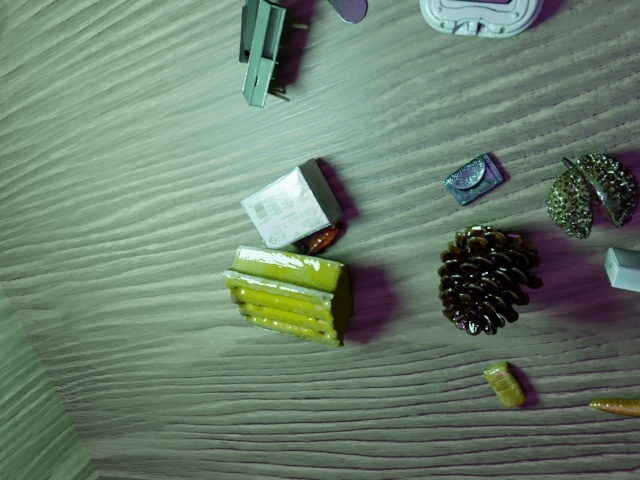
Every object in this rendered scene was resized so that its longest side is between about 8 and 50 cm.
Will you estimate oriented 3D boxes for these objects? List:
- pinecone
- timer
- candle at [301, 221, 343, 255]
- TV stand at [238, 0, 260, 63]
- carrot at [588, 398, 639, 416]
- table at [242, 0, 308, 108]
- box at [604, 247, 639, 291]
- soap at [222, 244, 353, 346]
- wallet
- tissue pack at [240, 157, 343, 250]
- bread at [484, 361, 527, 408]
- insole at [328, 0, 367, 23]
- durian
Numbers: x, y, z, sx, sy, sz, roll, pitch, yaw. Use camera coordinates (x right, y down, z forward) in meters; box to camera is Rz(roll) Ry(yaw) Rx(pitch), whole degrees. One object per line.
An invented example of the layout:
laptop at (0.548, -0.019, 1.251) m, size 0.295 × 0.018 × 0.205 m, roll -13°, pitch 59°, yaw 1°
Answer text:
pinecone at (0.395, 0.106, 1.167) m, size 0.246 × 0.292 × 0.246 m, roll 22°, pitch 141°, yaw 19°
timer at (0.348, -0.560, 1.028) m, size 0.261 × 0.087 × 0.237 m, roll 13°, pitch 115°, yaw 17°
candle at (0.000, 0.000, 1.422) m, size 0.162 × 0.048 × 0.053 m, roll -44°, pitch 60°, yaw 32°
TV stand at (-0.180, -0.593, 1.256) m, size 0.040 × 0.049 × 0.257 m, roll 0°, pitch 115°, yaw -18°
carrot at (0.835, 0.421, 1.233) m, size 0.271 × 0.062 × 0.066 m, roll -23°, pitch 133°, yaw 33°
table at (-0.116, -0.467, 1.239) m, size 0.110 × 0.122 × 0.240 m, roll 6°, pitch 120°, yaw -22°
box at (0.725, 0.070, 1.094) m, size 0.130 × 0.129 × 0.051 m, roll 10°, pitch 114°, yaw 19°
soap at (-0.080, 0.165, 1.407) m, size 0.334 × 0.156 × 0.294 m, roll 8°, pitch 147°, yaw 20°
wallet at (0.380, -0.150, 1.213) m, size 0.129 × 0.026 × 0.088 m, roll -35°, pitch 95°, yaw 30°
tissue pack at (-0.079, -0.094, 1.373) m, size 0.225 × 0.124 × 0.185 m, roll -25°, pitch 100°, yaw 30°
bread at (0.519, 0.404, 1.359) m, size 0.074 × 0.053 × 0.132 m, roll -27°, pitch 100°, yaw 29°
insole at (0.001, -0.669, 1.179) m, size 0.111 × 0.007 × 0.328 m, roll -37°, pitch 93°, yaw 31°
durian at (0.594, -0.105, 1.083) m, size 0.195 × 0.167 × 0.196 m, roll -1°, pitch 87°, yaw 11°
